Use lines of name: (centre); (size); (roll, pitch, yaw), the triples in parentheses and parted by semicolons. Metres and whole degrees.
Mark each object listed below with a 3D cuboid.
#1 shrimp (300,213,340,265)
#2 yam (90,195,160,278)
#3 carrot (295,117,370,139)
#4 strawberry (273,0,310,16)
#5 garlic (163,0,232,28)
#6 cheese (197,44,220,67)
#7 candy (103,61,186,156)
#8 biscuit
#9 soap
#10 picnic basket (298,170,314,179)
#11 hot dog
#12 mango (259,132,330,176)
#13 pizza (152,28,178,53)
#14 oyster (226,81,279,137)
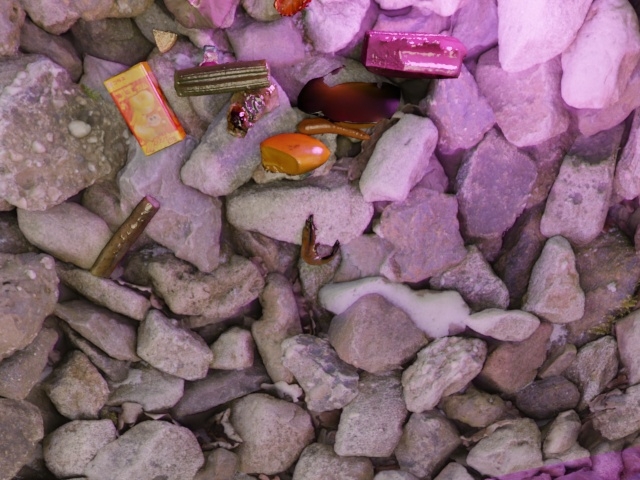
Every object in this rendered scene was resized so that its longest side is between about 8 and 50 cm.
shrimp: (0.000, 0.000, 1.982); (0.152, 0.046, 0.219); (-2, 115, -3)
yam: (-0.720, -0.007, 1.910); (0.083, 0.083, 0.371); (35, 104, -16)
carrot: (0.047, -0.394, 1.829); (0.271, 0.062, 0.066); (0, 79, -9)
strawberry: (-0.071, -0.798, 1.654); (0.121, 0.082, 0.188); (44, 113, 0)
garlic: (-0.380, -0.741, 1.576); (0.219, 0.212, 0.218); (1, 112, 2)
cheese: (-0.367, -0.573, 1.734); (0.095, 0.038, 0.145); (2, 105, -7)
candy: (-0.581, -0.437, 1.744); (0.146, 0.088, 0.276); (-25, 112, 7)
biscuit: (-0.322, -0.530, 1.701); (0.323, 0.038, 0.099); (-6, 99, 1)
soap: (0.300, -0.603, 1.685); (0.325, 0.220, 0.127); (0, 120, -5)
picnic basket: (-0.060, -0.249, 1.875); (0.083, 0.083, 0.065); (2, 125, 35)
hot dog: (0.097, -0.473, 1.775); (0.326, 0.107, 0.194); (18, 86, 3)
mango: (-0.092, -0.298, 1.796); (0.252, 0.153, 0.126); (1, 131, 10)
pizza: (-0.510, -0.659, 1.695); (0.083, 0.025, 0.078); (-44, 113, 5)
oyster: (-0.243, -0.450, 1.763); (0.162, 0.107, 0.232); (34, 103, -8)
